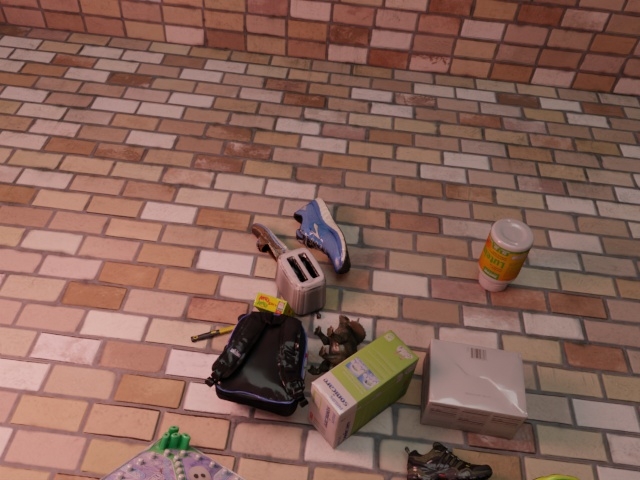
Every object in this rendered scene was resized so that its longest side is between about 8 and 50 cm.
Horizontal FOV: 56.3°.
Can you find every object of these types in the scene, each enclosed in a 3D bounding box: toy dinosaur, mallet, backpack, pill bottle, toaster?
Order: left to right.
[{"bbox_3d":[-0.304,0.270,1.838,0.189,0.039,0.062,-9,50,-8],"label":"mallet"},{"bbox_3d":[-0.150,0.339,1.669,0.276,0.213,0.263,15,58,0],"label":"backpack"},{"bbox_3d":[-0.060,0.132,1.908,0.129,0.146,0.227,-18,52,-19],"label":"toaster"},{"bbox_3d":[0.056,0.339,1.745,0.160,0.121,0.313,26,57,-26],"label":"toy dinosaur"},{"bbox_3d":[0.600,0.057,1.970,0.136,0.246,0.136,2,47,-3],"label":"pill bottle"}]

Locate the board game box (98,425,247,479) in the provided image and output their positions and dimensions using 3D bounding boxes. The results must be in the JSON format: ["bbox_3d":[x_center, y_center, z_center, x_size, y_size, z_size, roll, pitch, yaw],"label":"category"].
[{"bbox_3d":[-0.300,0.600,1.372,0.390,0.050,0.390,25,14,16],"label":"board game box"}]

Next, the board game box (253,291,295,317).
[{"bbox_3d":[-0.137,0.209,1.807,0.092,0.181,0.043,17,74,10],"label":"board game box"}]

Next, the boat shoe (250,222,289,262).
[{"bbox_3d":[-0.187,0.007,2.065,0.183,0.066,0.066,38,56,26],"label":"boat shoe"}]

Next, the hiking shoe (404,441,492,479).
[{"bbox_3d":[0.337,0.583,1.573,0.227,0.086,0.114,1,51,-3],"label":"hiking shoe"}]

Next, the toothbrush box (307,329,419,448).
[{"bbox_3d":[0.114,0.405,1.634,0.283,0.206,0.122,-30,57,-28],"label":"toothbrush box"}]

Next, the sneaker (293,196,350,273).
[{"bbox_3d":[0.000,0.000,2.070,0.147,0.130,0.330,-24,49,-7],"label":"sneaker"}]

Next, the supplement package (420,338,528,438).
[{"bbox_3d":[0.426,0.418,1.692,0.261,0.145,0.204,9,48,2],"label":"supplement package"}]

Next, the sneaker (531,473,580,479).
[{"bbox_3d":[0.532,0.679,1.506,0.295,0.109,0.123,-17,60,-12],"label":"sneaker"}]
